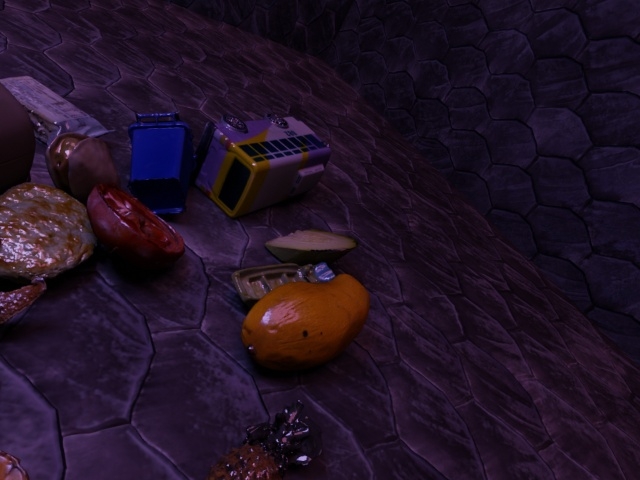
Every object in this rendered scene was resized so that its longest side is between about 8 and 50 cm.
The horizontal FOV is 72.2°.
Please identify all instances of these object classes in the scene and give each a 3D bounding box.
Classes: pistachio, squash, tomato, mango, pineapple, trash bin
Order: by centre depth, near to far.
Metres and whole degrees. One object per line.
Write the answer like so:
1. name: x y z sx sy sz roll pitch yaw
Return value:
1. pineapple: -0.082 0.354 0.716 0.111 0.119 0.237 -5 11 28
2. tomato: -0.400 -0.017 0.920 0.228 0.101 0.228 47 2 -3
3. mango: -0.016 0.177 0.964 0.359 0.144 0.187 -5 74 -42
4. pistachio: -0.523 -0.154 0.972 0.126 0.152 0.223 18 -11 0
5. trash bin: -0.403 -0.192 1.111 0.162 0.184 0.235 -5 48 -8
6. squash: 0.000 0.000 1.238 0.204 0.155 0.237 45 34 17

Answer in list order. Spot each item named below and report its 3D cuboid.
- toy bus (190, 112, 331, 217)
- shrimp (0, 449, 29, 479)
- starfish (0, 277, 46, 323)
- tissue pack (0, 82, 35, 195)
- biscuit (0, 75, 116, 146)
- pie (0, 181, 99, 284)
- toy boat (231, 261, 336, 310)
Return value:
1. toy bus: -0.164 -0.245 1.381 0.249 0.209 0.440 42 33 14
2. shrimp: -0.494 0.293 0.475 0.316 0.062 0.164 22 35 -20
3. starfish: -0.562 0.089 0.675 0.295 0.048 0.231 34 56 2
4. tissue pack: -0.719 -0.179 0.744 0.267 0.277 0.387 39 33 7
5. biscuit: -0.726 -0.333 1.142 0.309 0.079 0.186 33 33 1
6. pie: -0.535 -0.007 0.837 0.201 0.090 0.248 30 29 -13
7. toy boat: -0.090 0.113 1.068 0.276 0.084 0.111 -6 50 -41
